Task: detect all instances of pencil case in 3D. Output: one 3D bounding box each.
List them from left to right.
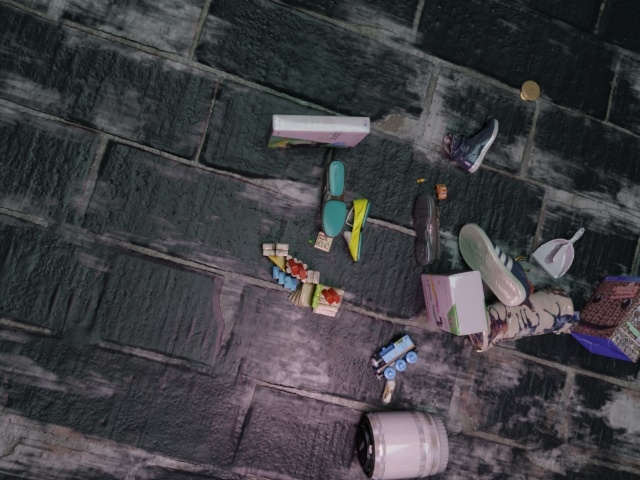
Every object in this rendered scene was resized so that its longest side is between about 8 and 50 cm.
[{"bbox_3d":[0.740,0.294,1.911,0.410,0.160,0.184,-11,74,-12],"label":"pencil case"}]

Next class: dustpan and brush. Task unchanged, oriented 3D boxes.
[{"bbox_3d":[0.954,0.029,2.015,0.147,0.060,0.211,44,81,-6],"label":"dustpan and brush"}]

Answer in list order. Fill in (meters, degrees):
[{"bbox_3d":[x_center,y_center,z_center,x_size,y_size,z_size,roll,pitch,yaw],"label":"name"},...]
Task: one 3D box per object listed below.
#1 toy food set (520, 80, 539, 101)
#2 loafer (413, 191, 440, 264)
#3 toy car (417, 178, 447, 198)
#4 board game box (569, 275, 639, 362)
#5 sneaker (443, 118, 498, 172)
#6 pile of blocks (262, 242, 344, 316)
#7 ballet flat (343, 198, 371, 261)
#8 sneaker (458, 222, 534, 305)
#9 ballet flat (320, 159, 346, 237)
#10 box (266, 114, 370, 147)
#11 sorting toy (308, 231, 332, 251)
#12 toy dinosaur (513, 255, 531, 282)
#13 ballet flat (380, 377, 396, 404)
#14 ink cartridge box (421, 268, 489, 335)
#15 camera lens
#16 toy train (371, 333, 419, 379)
[{"bbox_3d":[0.834,-0.594,2.041,0.082,0.020,0.083,7,86,-11],"label":"toy food set"},{"bbox_3d":[0.403,-0.045,1.908,0.084,0.096,0.268,-2,95,-31],"label":"loafer"},{"bbox_3d":[0.423,-0.194,1.932,0.122,0.040,0.060,11,85,-11],"label":"toy car"},{"bbox_3d":[1.139,0.289,1.953,0.141,0.232,0.291,42,80,-6],"label":"board game box"},{"bbox_3d":[0.566,-0.394,1.946,0.163,0.086,0.226,30,83,-11],"label":"sneaker"},{"bbox_3d":[-0.070,0.142,1.784,0.362,0.112,0.149,39,81,-7],"label":"pile of blocks"},{"bbox_3d":[0.125,-0.041,1.859,0.077,0.077,0.231,10,82,11],"label":"ballet flat"},{"bbox_3d":[0.654,0.081,1.909,0.148,0.131,0.350,-11,62,-39],"label":"sneaker"},{"bbox_3d":[0.046,-0.144,1.827,0.095,0.096,0.281,8,84,-15],"label":"ballet flat"},{"bbox_3d":[-0.016,-0.368,1.757,0.321,0.232,0.059,0,86,-11],"label":"box"},{"bbox_3d":[0.000,0.000,1.854,0.083,0.012,0.062,20,89,-13],"label":"sorting toy"},{"bbox_3d":[0.737,0.111,1.969,0.211,0.064,0.112,26,84,-8],"label":"toy dinosaur"},{"bbox_3d":[0.251,0.543,1.865,0.041,0.041,0.114,21,83,-9],"label":"ballet flat"},{"bbox_3d":[0.463,0.208,1.803,0.117,0.278,0.201,-9,89,-8],"label":"ink cartridge box"},{"bbox_3d":[0.273,0.702,1.770,0.274,0.219,0.220,2,87,-11],"label":"camera lens"},{"bbox_3d":[0.266,0.422,1.858,0.184,0.080,0.105,-33,85,-9],"label":"toy train"}]
